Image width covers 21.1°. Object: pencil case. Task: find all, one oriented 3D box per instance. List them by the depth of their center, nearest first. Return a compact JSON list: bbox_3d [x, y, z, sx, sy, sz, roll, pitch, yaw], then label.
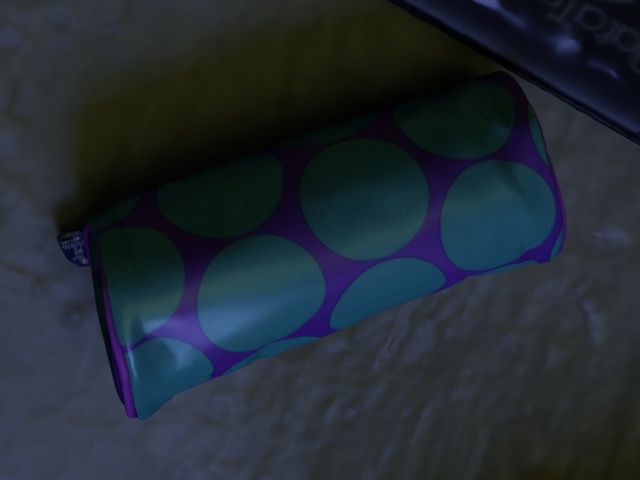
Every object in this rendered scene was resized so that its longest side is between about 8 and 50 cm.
[{"bbox_3d":[0.000,0.000,0.535,0.151,0.064,0.070,-20,156,-11],"label":"pencil case"}]

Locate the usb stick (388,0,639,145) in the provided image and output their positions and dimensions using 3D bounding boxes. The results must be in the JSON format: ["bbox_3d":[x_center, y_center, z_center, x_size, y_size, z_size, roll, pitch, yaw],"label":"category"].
[{"bbox_3d":[0.074,-0.088,0.536,0.278,0.045,0.077,25,110,-27],"label":"usb stick"}]
